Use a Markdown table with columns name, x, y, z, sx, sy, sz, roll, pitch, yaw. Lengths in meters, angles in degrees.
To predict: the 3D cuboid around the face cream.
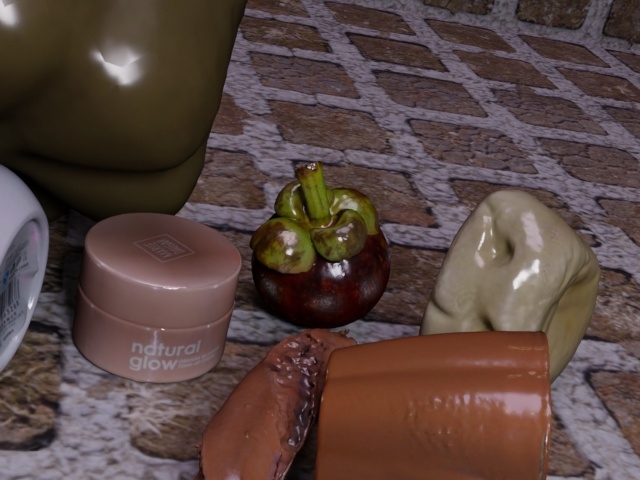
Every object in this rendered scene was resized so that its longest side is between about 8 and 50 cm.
| name | x | y | z | sx | sy | sz | roll | pitch | yaw |
| --- | --- | --- | --- | --- | --- | --- | --- | --- | --- |
| face cream | -0.156 | 0.052 | 0.989 | 0.149 | 0.104 | 0.149 | 11 | 25 | -5 |

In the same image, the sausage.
| name | x | y | z | sx | sy | sz | roll | pitch | yaw |
| --- | --- | --- | --- | --- | --- | --- | --- | --- | --- |
| sausage | -0.040 | 0.154 | 0.873 | 0.087 | 0.079 | 0.326 | 42 | 28 | -1 |

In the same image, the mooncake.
| name | x | y | z | sx | sy | sz | roll | pitch | yaw |
| --- | --- | --- | --- | --- | --- | --- | --- | --- | --- |
| mooncake | -0.305 | -0.190 | 0.993 | 0.467 | 0.262 | 0.467 | 9 | -19 | 3 |

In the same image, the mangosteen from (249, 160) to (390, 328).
| name | x | y | z | sx | sy | sz | roll | pitch | yaw |
| --- | --- | --- | --- | --- | --- | --- | --- | --- | --- |
| mangosteen | 0.008 | 0.008 | 1.074 | 0.146 | 0.181 | 0.156 | 32 | 46 | 4 |

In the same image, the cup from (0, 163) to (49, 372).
| name | x | y | z | sx | sy | sz | roll | pitch | yaw |
| --- | --- | --- | --- | --- | --- | --- | --- | --- | --- |
| cup | -0.400 | 0.004 | 0.851 | 0.317 | 0.212 | 0.212 | 16 | 26 | 1 |

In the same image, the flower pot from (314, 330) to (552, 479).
| name | x | y | z | sx | sy | sz | roll | pitch | yaw |
| --- | --- | --- | --- | --- | --- | --- | --- | --- | --- |
| flower pot | 0.087 | 0.159 | 0.826 | 0.173 | 0.190 | 0.190 | 4 | 24 | 8 |

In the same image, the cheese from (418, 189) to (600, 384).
| name | x | y | z | sx | sy | sz | roll | pitch | yaw |
| --- | --- | --- | --- | --- | --- | --- | --- | --- | --- |
| cheese | 0.195 | 0.057 | 1.042 | 0.117 | 0.218 | 0.235 | 23 | 49 | 31 |
